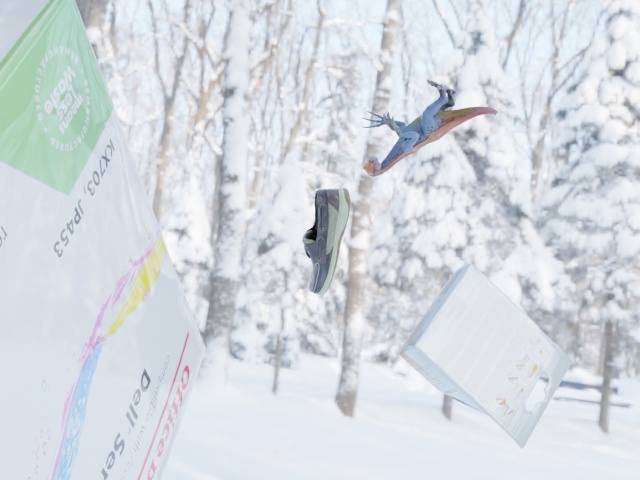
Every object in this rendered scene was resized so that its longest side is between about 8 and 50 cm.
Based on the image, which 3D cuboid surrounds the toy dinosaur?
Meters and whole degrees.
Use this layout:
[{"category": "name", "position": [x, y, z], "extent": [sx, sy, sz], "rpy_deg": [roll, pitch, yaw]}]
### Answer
[{"category": "toy dinosaur", "position": [0.070, -0.076, 0.589], "extent": [0.090, 0.082, 0.047], "rpy_deg": [27, 16, 7]}]

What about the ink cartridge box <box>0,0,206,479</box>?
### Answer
[{"category": "ink cartridge box", "position": [-0.163, 0.072, 0.435], "extent": [0.119, 0.207, 0.353], "rpy_deg": [4, -42, 12]}]

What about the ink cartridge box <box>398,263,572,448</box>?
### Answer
[{"category": "ink cartridge box", "position": [0.200, 0.138, 0.970], "extent": [0.179, 0.145, 0.045], "rpy_deg": [44, -30, -7]}]

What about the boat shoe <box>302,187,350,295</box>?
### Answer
[{"category": "boat shoe", "position": [0.000, 0.000, 1.039], "extent": [0.049, 0.152, 0.056], "rpy_deg": [8, 23, -12]}]
